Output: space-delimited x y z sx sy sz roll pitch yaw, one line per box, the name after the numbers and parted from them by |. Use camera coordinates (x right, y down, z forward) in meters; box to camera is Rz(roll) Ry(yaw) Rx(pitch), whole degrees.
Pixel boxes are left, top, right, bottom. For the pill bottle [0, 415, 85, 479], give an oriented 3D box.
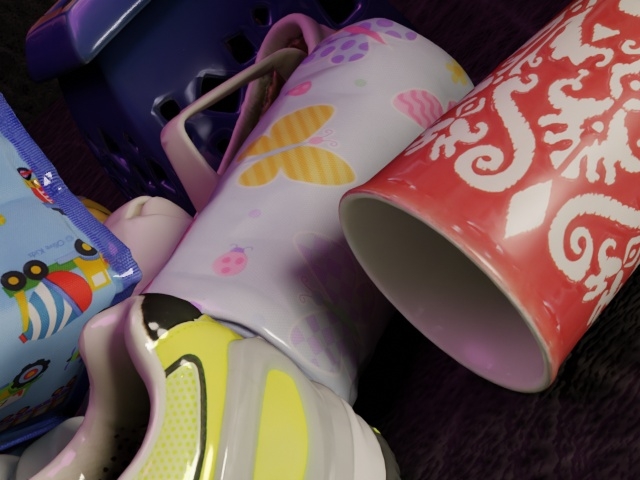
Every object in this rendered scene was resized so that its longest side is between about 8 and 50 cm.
-0.171 0.179 0.706 0.208 0.117 0.117 -38 18 19 | pill bottle

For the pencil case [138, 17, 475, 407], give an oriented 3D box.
0.000 0.000 0.754 0.113 0.124 0.273 1 40 25 | pencil case

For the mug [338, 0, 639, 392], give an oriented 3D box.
0.097 -0.035 0.626 0.169 0.113 0.150 -45 18 -17 | mug

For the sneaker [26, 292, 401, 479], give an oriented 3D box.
-0.128 0.187 0.542 0.145 0.147 0.385 -14 35 55 | sneaker

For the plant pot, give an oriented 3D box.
-0.097 -0.154 1.171 0.236 0.212 0.236 -47 17 -14 | plant pot

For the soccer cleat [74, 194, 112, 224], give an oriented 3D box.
-0.159 0.015 1.121 0.289 0.121 0.093 20 108 58 | soccer cleat

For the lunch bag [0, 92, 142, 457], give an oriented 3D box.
-0.240 0.095 0.738 0.221 0.138 0.293 -26 -26 -34 | lunch bag

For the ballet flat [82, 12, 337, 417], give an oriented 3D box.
-0.065 -0.004 0.879 0.139 0.139 0.400 -27 24 43 | ballet flat
